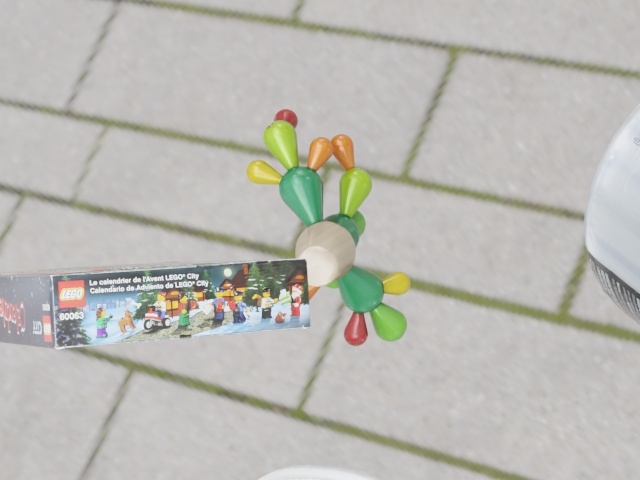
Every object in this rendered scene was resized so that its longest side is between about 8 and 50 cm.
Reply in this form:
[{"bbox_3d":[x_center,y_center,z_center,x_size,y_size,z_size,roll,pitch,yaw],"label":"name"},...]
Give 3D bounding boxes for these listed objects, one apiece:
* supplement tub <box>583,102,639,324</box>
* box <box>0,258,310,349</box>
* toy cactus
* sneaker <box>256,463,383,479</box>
[{"bbox_3d":[0.316,0.030,1.073,0.193,0.193,0.316,-48,41,1],"label":"supplement tub"},{"bbox_3d":[-0.125,0.038,1.164,0.233,0.159,0.044,177,90,-66],"label":"box"},{"bbox_3d":[0.000,0.000,1.550,0.112,0.180,0.219,-18,100,12],"label":"toy cactus"},{"bbox_3d":[-0.002,0.225,1.500,0.256,0.151,0.094,-22,83,41],"label":"sneaker"}]
